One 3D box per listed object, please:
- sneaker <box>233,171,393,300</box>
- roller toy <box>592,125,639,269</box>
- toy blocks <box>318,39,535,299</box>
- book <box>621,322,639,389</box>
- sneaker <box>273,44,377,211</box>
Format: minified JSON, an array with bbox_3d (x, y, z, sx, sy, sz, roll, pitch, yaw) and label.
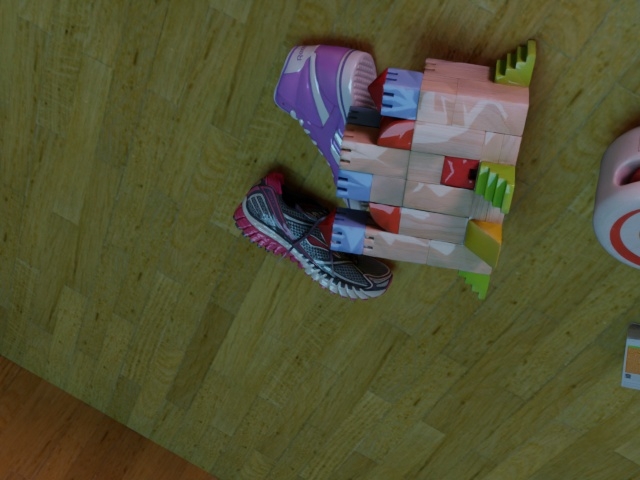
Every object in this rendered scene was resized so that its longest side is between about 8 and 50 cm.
[{"bbox_3d":[0.000,0.000,1.899,0.299,0.121,0.112,31,113,-14],"label":"sneaker"},{"bbox_3d":[0.470,-0.062,1.484,0.191,0.146,0.209,21,147,-5],"label":"roller toy"},{"bbox_3d":[0.139,-0.110,1.568,0.261,0.190,0.381,9,127,4],"label":"toy blocks"},{"bbox_3d":[0.554,0.203,1.832,0.096,0.035,0.144,11,140,18],"label":"book"},{"bbox_3d":[0.012,-0.177,1.702,0.161,0.102,0.282,13,129,26],"label":"sneaker"}]
